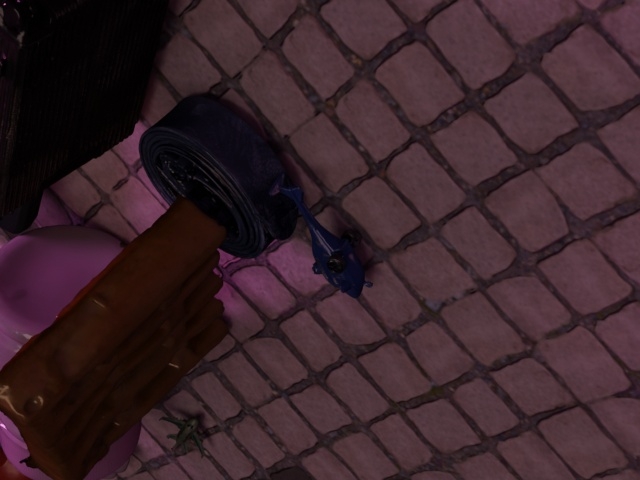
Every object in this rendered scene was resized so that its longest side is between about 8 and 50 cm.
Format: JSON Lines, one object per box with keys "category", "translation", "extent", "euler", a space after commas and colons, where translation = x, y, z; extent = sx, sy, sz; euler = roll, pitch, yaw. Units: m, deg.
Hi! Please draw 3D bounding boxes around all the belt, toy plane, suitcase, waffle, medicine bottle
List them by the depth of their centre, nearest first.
{"category": "suitcase", "translation": [-0.287, -0.206, 1.467], "extent": [0.152, 0.229, 0.335], "euler": [43, 144, 14]}
{"category": "toy plane", "translation": [0.000, 0.000, 1.529], "extent": [0.062, 0.054, 0.167], "euler": [-11, 124, 36]}
{"category": "belt", "translation": [-0.110, -0.064, 1.555], "extent": [0.190, 0.082, 0.141], "euler": [47, 148, -4]}
{"category": "waffle", "translation": [-0.230, 0.131, 1.611], "extent": [0.077, 0.304, 0.348], "euler": [39, 161, 14]}
{"category": "medicine bottle", "translation": [-0.330, 0.154, 1.854], "extent": [0.202, 0.202, 0.316], "euler": [29, 140, 19]}
{"category": "toy plane", "translation": [-0.184, 0.263, 1.963], "extent": [0.080, 0.033, 0.083], "euler": [42, 135, 4]}

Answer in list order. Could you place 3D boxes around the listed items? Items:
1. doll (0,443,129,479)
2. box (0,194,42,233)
{"category": "doll", "translation": [-0.423, 0.307, 2.047], "extent": [0.290, 0.130, 0.161], "euler": [10, 155, -30]}
{"category": "box", "translation": [-0.405, -0.128, 1.743], "extent": [0.160, 0.050, 0.230], "euler": [28, 129, 7]}
